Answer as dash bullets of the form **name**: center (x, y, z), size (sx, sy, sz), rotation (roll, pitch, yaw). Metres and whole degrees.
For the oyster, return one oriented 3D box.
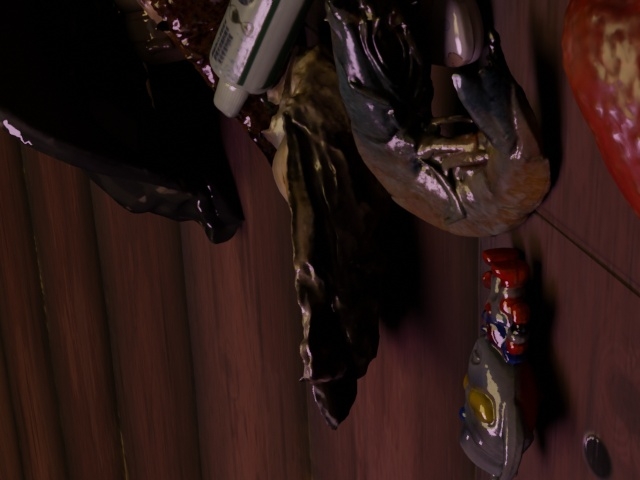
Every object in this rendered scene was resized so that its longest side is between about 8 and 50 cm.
- **oyster**: center (0.011, 0.000, 1.486), size (0.275, 0.100, 0.271), rotation (-104, 11, -48)

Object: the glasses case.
- **glasses case**: center (0.070, -0.169, 1.304), size (0.164, 0.041, 0.063), rotation (28, 134, 59)

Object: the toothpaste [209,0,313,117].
- **toothpaste**: center (-0.019, -0.244, 1.407), size (0.099, 0.061, 0.392), rotation (60, 142, 30)

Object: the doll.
- **doll**: center (0.137, 0.103, 1.317), size (0.104, 0.062, 0.195), rotation (35, 130, 56)

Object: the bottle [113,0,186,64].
- **bottle**: center (-0.168, -0.281, 1.738), size (0.110, 0.097, 0.209), rotation (-55, -46, -70)

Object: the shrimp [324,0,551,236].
- **shrimp**: center (0.078, -0.104, 1.228), size (0.178, 0.075, 0.289), rotation (19, 137, 38)

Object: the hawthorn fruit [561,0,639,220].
- **hawthorn fruit**: center (0.229, -0.055, 0.792), size (0.253, 0.205, 0.205), rotation (66, 158, 5)

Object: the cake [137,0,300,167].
- **cake**: center (-0.049, -0.175, 1.596), size (0.246, 0.135, 0.112), rotation (51, -179, -29)

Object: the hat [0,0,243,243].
- **hat**: center (-0.260, -0.153, 1.803), size (0.257, 0.381, 0.366), rotation (-32, 71, 42)
